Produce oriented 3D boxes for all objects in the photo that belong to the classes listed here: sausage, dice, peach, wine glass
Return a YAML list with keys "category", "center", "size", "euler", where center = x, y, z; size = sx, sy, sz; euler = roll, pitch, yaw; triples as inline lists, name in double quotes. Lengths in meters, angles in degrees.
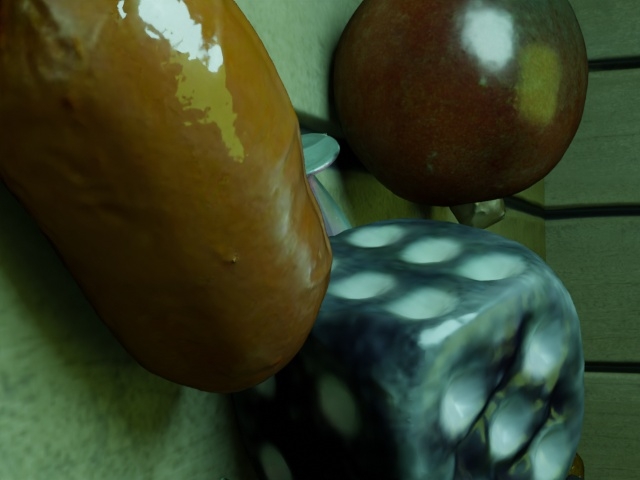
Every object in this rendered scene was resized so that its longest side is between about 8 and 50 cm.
- category: "sausage"
  center: [-0.067, -0.023, 0.428]
  size: [0.258, 0.133, 0.133]
  euler: [70, 27, -42]
- category: "dice"
  center: [0.056, 0.097, 0.607]
  size: [0.181, 0.182, 0.183]
  euler: [-23, 114, -37]
- category: "peach"
  center: [0.132, -0.157, 0.847]
  size: [0.252, 0.252, 0.253]
  euler: [-1, 90, -70]
- category: "wine glass"
  center: [0.000, 0.000, 0.700]
  size: [0.073, 0.073, 0.155]
  euler: [-68, 148, -48]

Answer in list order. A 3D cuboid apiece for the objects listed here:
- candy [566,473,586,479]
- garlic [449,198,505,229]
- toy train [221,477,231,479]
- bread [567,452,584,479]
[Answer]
- category: "candy"
  center: [0.200, 0.385, 0.956]
  size: [0.088, 0.312, 0.061]
  euler: [47, -9, -8]
- category: "garlic"
  center: [0.167, -0.132, 1.133]
  size: [0.228, 0.110, 0.217]
  euler: [63, 19, -71]
- category: "toy train"
  center: [-0.070, 0.262, 0.400]
  size: [0.189, 0.126, 0.308]
  euler: [41, 51, -64]
- category: "bread"
  center: [0.228, 0.331, 1.103]
  size: [0.135, 0.232, 0.247]
  euler: [55, 44, -42]
